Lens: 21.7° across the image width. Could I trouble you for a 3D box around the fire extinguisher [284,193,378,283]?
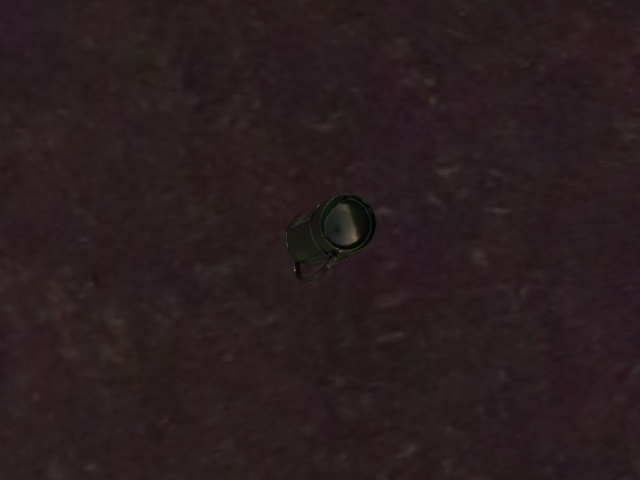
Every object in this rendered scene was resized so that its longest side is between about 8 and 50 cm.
[{"bbox_3d":[0.000,0.000,0.732,0.083,0.025,0.038,163,126,-74],"label":"fire extinguisher"}]
